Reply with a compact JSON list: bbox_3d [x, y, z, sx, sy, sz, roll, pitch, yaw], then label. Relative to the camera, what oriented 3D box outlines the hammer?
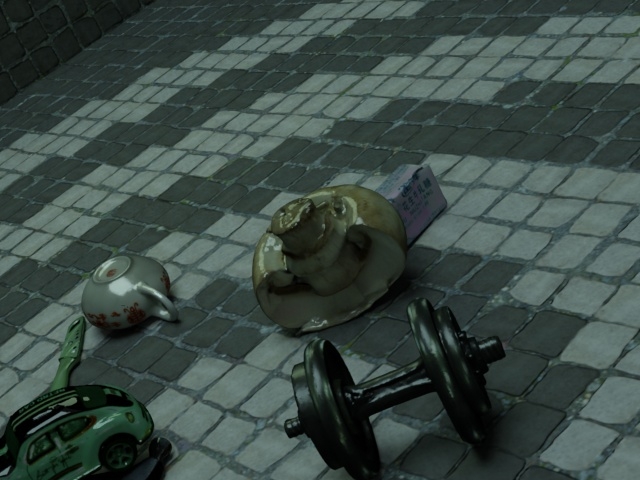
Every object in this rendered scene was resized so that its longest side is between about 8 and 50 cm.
[{"bbox_3d":[-0.358,0.357,1.774,0.290,0.037,0.137,-13,28,21],"label":"hammer"}]

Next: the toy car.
[{"bbox_3d":[-0.388,0.292,1.737,0.306,0.125,0.136,-28,26,-12],"label":"toy car"}]

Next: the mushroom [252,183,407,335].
[{"bbox_3d":[0.000,0.000,1.903,0.254,0.195,0.189,-34,32,13],"label":"mushroom"}]

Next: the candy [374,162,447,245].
[{"bbox_3d":[0.129,-0.053,2.029,0.073,0.092,0.160,2,37,44],"label":"candy"}]

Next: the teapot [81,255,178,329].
[{"bbox_3d":[-0.333,0.093,2.160,0.159,0.116,0.245,-29,31,-31],"label":"teapot"}]

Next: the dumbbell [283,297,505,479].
[{"bbox_3d":[0.091,0.185,1.536,0.290,0.192,0.192,-23,28,8],"label":"dumbbell"}]

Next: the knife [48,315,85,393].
[{"bbox_3d":[-0.430,0.211,2.108,0.043,0.020,0.293,-23,27,9],"label":"knife"}]
